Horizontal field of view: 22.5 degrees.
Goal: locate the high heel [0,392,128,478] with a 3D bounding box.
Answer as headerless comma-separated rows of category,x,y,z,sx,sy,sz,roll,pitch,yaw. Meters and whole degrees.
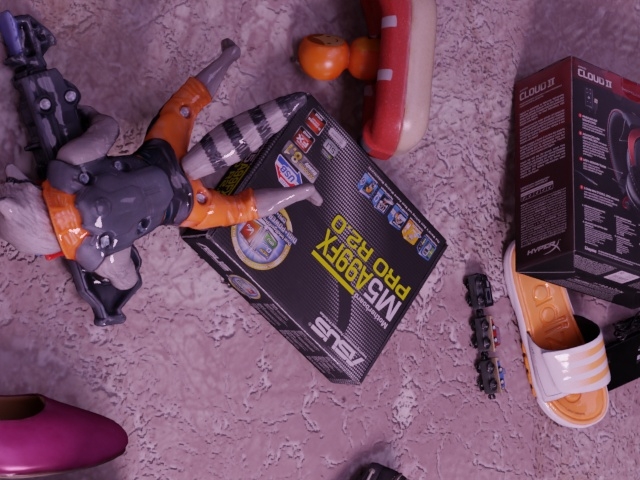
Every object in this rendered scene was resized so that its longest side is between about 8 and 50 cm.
high heel,-0.350,0.125,1.538,0.377,0.127,0.181,7,94,-32

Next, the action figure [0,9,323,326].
action figure,-0.195,-0.100,1.629,0.330,0.178,0.341,-29,100,-23

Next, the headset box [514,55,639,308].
headset box,0.358,-0.084,2.043,0.218,0.110,0.293,16,65,-34

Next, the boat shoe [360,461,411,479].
boat shoe,0.025,0.342,1.858,0.065,0.075,0.206,36,67,18

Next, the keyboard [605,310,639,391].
keyboard,0.425,0.135,2.164,0.192,0.038,0.100,-18,122,-36

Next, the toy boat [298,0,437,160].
toy boat,0.049,-0.212,1.857,0.151,0.151,0.231,5,84,-6

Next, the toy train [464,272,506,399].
toy train,0.206,0.118,2.005,0.036,0.027,0.158,-11,94,-46

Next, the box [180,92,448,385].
box,0.000,0.000,1.841,0.270,0.060,0.216,46,63,-25

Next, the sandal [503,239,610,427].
sandal,0.304,0.120,2.036,0.102,0.076,0.265,-27,101,-23
